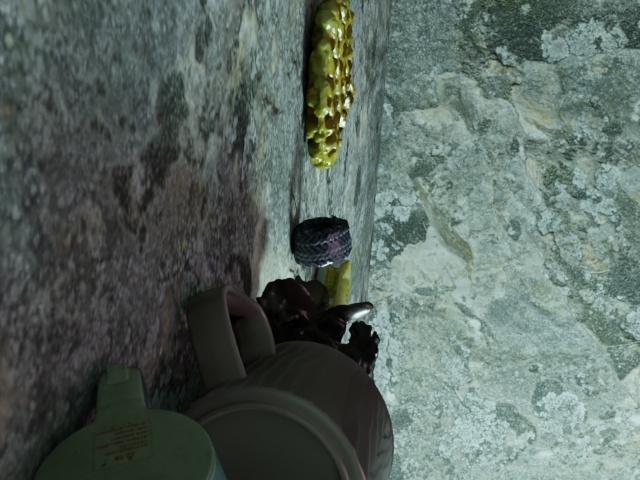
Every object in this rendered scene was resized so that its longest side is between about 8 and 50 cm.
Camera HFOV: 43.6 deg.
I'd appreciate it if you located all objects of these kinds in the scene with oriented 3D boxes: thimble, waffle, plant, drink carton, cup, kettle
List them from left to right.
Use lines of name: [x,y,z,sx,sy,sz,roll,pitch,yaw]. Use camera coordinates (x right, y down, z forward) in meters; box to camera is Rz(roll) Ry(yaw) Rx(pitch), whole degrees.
kettle: [-0.112,0.227,0.566,0.210,0.160,0.243,-109,-168,-62]
cup: [-0.034,0.194,0.811,0.273,0.208,0.288,7,89,-81]
plant: [-0.014,0.159,1.040,0.204,0.178,0.234,46,55,-78]
thimble: [-0.002,0.001,1.349,0.104,0.095,0.066,-22,113,-41]
waffle: [0.020,-0.292,1.432,0.312,0.060,0.307,-64,158,-64]
drink carton: [0.025,0.090,1.651,0.084,0.075,0.200,82,16,-59]
